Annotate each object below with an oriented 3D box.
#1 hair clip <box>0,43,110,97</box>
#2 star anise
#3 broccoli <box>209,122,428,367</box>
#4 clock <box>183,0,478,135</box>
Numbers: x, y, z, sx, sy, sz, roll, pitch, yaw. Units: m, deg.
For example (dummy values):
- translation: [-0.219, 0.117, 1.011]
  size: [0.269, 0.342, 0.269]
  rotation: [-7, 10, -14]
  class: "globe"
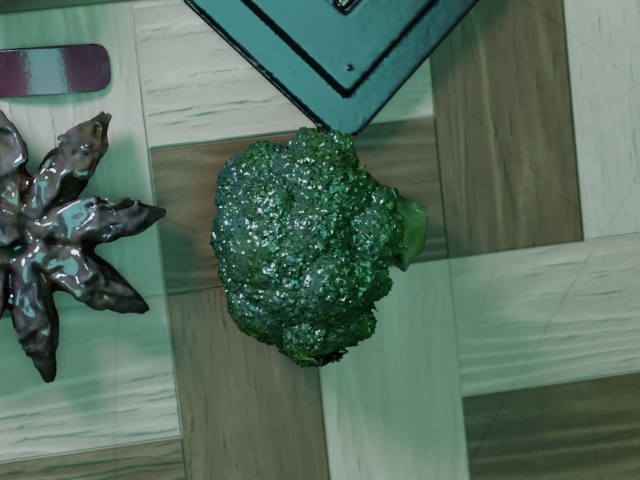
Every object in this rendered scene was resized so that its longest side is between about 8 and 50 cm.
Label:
- translation: [-0.300, -0.188, 1.871]
  size: [0.137, 0.022, 0.054]
  rotation: [-5, 100, -10]
  class: "hair clip"
- translation: [-0.328, -0.001, 1.838]
  size: [0.331, 0.117, 0.332]
  rotation: [0, 94, -5]
  class: "star anise"
- translation: [0.000, 0.000, 1.859]
  size: [0.270, 0.270, 0.270]
  rotation: [-9, 99, -43]
  class: "broccoli"
- translation: [0.021, -0.295, 1.905]
  size: [0.273, 0.049, 0.279]
  rotation: [42, 87, -11]
  class: "clock"
